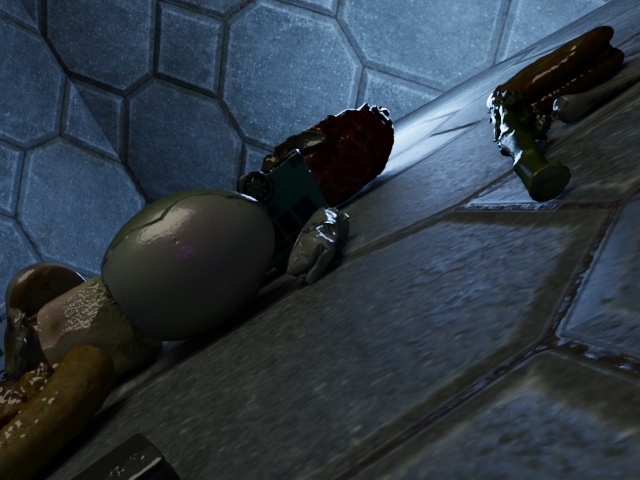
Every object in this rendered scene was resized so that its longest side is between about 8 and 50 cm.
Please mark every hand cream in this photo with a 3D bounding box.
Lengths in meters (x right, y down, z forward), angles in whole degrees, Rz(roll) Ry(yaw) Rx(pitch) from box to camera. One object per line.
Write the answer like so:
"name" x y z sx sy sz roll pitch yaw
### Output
"hand cream" 0.352 -0.186 1.063 0.165 0.037 0.057 -26 5 -21

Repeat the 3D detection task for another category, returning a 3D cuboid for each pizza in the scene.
"pizza" -0.395 0.243 0.911 0.408 0.114 0.277 -33 12 -31

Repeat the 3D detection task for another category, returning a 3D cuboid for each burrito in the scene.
"burrito" 0.000 -0.001 1.106 0.064 0.064 0.203 -29 9 17

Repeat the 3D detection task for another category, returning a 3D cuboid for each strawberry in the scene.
"strawberry" 0.040 -0.149 1.671 0.336 0.149 0.265 -24 -7 -46

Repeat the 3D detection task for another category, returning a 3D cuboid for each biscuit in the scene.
"biscuit" 0.348 -0.243 1.285 0.220 0.066 0.220 -31 7 4

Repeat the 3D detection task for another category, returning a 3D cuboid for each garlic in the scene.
"garlic" -0.386 0.139 1.297 0.256 0.207 0.207 -12 16 27

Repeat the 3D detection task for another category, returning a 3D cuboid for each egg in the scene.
"egg" -0.158 0.022 1.089 0.217 0.183 0.183 -40 7 0

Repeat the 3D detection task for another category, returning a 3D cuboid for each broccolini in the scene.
"broccolini" 0.232 -0.102 0.920 0.074 0.079 0.392 -19 17 11

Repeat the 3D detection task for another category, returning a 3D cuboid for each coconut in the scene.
"coconut" -0.309 0.130 1.171 0.152 0.147 0.147 -27 8 13

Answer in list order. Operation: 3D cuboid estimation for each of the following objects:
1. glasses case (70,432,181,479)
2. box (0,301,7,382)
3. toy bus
"glasses case" -0.185 0.204 0.571 0.190 0.042 0.072 -34 15 -20
"box" -0.617 0.254 1.441 0.145 0.173 0.333 -25 10 29
"toy bus" -0.106 -0.011 1.254 0.256 0.147 0.128 -37 9 -5
